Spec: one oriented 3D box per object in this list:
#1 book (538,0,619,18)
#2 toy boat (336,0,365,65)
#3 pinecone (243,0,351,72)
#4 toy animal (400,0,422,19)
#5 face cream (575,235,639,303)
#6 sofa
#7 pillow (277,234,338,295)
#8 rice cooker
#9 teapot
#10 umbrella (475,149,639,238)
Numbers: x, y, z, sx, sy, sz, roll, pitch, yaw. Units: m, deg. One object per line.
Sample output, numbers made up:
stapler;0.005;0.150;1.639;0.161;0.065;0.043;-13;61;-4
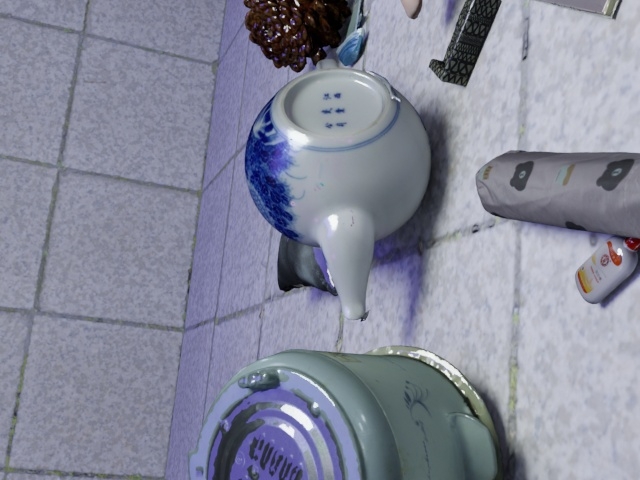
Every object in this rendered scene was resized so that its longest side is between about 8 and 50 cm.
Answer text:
book;0.270;-0.304;0.795;0.181;0.014;0.127;-122;45;-63
toy boat;0.054;-0.390;1.435;0.105;0.034;0.149;124;149;-47
pinecone;-0.038;-0.448;1.495;0.221;0.221;0.221;-170;90;-71
toy animal;0.150;-0.425;0.932;0.213;0.195;0.256;-40;8;-5
face cream;0.254;0.019;0.670;0.083;0.021;0.040;120;152;-44
sofa;0.183;-0.264;0.991;0.060;0.039;0.118;-109;34;-56
pillow;0.000;0.000;1.291;0.250;0.106;0.186;-6;67;67
rice cooker;0.034;0.241;0.803;0.316;0.317;0.264;137;128;-61
teapot;0.025;-0.088;1.072;0.280;0.252;0.424;85;180;-50
umbrella;0.241;-0.043;0.664;0.073;0.067;0.337;-39;16;-10
